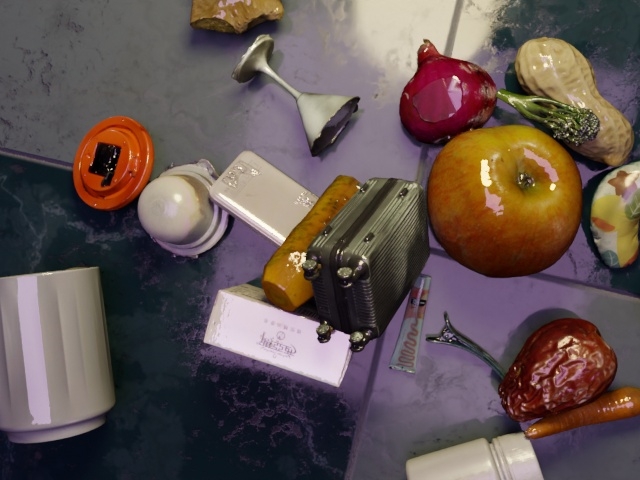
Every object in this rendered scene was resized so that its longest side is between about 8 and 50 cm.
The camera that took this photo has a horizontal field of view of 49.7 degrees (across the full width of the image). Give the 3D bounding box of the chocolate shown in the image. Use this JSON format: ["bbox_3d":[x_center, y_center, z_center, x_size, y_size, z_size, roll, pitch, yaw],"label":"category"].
[{"bbox_3d":[-0.293,-0.069,1.421,0.221,0.147,0.222,0,88,6],"label":"chocolate"}]

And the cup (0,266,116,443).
[{"bbox_3d":[-0.590,0.230,1.442,0.322,0.236,0.327,-5,92,37],"label":"cup"}]

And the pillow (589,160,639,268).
[{"bbox_3d":[0.641,-0.057,1.332,0.233,0.086,0.214,-10,110,5],"label":"pillow"}]

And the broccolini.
[{"bbox_3d":[0.419,-0.231,1.277,0.091,0.068,0.202,-46,51,-14],"label":"broccolini"}]

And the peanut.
[{"bbox_3d":[0.492,-0.267,1.328,0.136,0.120,0.298,-37,90,-16],"label":"peanut"}]

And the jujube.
[{"bbox_3d":[0.451,0.256,1.333,0.236,0.168,0.168,-41,87,12],"label":"jujube"}]

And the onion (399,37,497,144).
[{"bbox_3d":[0.239,-0.303,1.357,0.195,0.140,0.218,-18,86,14],"label":"onion"}]

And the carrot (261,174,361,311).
[{"bbox_3d":[0.000,0.000,1.322,0.114,0.114,0.302,33,59,5],"label":"carrot"}]

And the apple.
[{"bbox_3d":[0.336,-0.072,1.276,0.301,0.301,0.302,0,92,7],"label":"apple"}]

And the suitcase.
[{"bbox_3d":[0.092,0.034,1.252,0.128,0.312,0.202,10,128,28],"label":"suitcase"}]

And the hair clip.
[{"bbox_3d":[0.326,0.245,1.406,0.229,0.039,0.070,37,95,3],"label":"hair clip"}]

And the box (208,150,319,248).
[{"bbox_3d":[-0.079,-0.062,1.415,0.285,0.044,0.142,35,62,3],"label":"box"}]

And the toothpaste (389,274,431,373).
[{"bbox_3d":[0.190,0.172,1.424,0.056,0.036,0.205,12,97,5],"label":"toothpaste"}]

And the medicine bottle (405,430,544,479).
[{"bbox_3d":[0.305,0.469,1.364,0.252,0.144,0.145,-21,89,8],"label":"medicine bottle"}]

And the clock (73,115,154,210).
[{"bbox_3d":[-0.439,-0.163,1.453,0.205,0.051,0.205,-6,75,24],"label":"clock"}]

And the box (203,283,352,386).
[{"bbox_3d":[-0.066,0.181,1.370,0.274,0.203,0.116,17,93,6],"label":"box"}]

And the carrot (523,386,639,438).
[{"bbox_3d":[0.519,0.341,1.357,0.271,0.066,0.062,-13,129,-3],"label":"carrot"}]

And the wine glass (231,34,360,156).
[{"bbox_3d":[-0.053,-0.297,1.386,0.232,0.156,0.156,41,96,7],"label":"wine glass"}]

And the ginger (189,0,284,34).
[{"bbox_3d":[-0.169,-0.553,1.398,0.218,0.123,0.270,2,92,10],"label":"ginger"}]
